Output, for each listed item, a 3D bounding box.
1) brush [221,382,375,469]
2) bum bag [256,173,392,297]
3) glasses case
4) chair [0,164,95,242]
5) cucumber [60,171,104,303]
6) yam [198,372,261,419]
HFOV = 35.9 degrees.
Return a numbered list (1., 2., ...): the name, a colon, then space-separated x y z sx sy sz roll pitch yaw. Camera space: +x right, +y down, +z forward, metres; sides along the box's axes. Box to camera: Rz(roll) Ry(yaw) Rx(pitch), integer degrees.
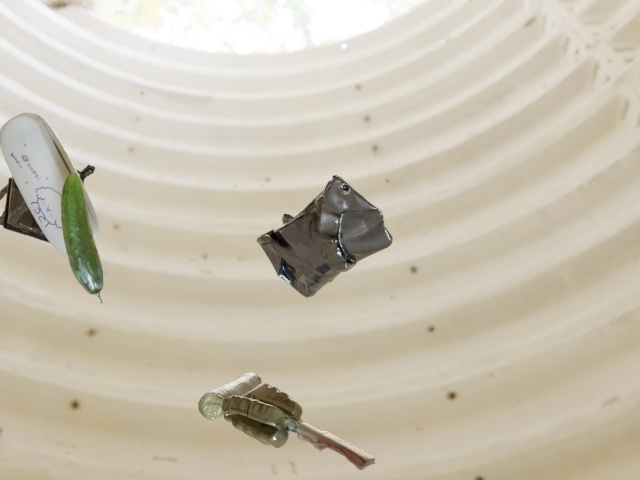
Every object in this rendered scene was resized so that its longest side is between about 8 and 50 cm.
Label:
1. brush: -0.031 0.267 1.407 0.084 0.071 0.301 -24 -157 -33
2. bum bag: 0.000 0.000 1.357 0.060 0.123 0.248 -39 -179 -32
3. glasses case: -0.359 -0.075 1.308 0.076 0.197 0.049 -23 -174 24
4. chair: -0.453 -0.040 1.548 0.229 0.106 0.113 -39 -136 38
5. cucumber: -0.298 -0.001 1.220 0.039 0.168 0.039 -12 -179 0
6. yam: -0.190 0.332 2.133 0.061 0.061 0.274 -45 171 12
